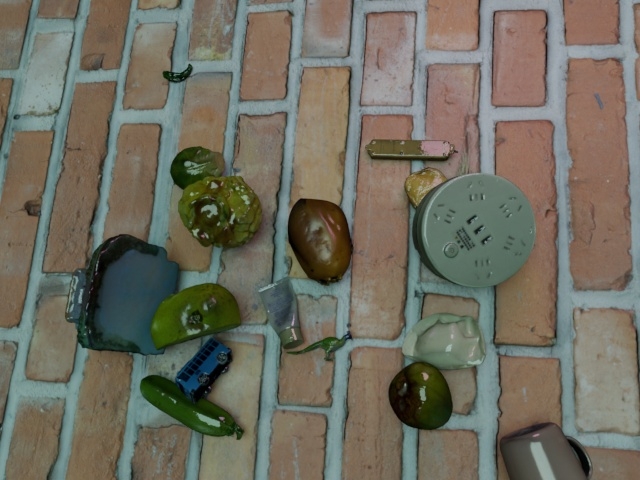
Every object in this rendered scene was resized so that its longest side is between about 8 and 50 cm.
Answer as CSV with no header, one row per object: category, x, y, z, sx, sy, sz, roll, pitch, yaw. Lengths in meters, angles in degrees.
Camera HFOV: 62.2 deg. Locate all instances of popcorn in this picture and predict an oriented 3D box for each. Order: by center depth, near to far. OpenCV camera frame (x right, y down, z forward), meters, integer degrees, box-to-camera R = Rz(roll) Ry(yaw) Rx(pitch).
popcorn,-0.323,-0.088,1.720,0.258,0.224,0.270,-15,47,-32

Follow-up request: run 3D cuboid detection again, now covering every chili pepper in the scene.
chili pepper,-0.533,-0.620,1.980,0.118,0.035,0.055,-14,92,10

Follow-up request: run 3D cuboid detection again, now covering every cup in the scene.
cup,0.630,0.609,1.451,0.253,0.191,0.200,-11,70,-24

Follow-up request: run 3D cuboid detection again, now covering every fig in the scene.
fig,0.296,0.456,1.534,0.191,0.181,0.181,44,87,-13

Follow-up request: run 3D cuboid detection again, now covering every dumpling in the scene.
dumpling,0.373,0.297,1.596,0.252,0.131,0.179,-6,55,29

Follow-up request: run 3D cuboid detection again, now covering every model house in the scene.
model house,-0.691,0.177,1.728,0.339,0.297,0.360,-5,75,40

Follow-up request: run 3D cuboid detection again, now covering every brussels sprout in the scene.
brussels sprout,-0.423,-0.244,1.826,0.180,0.144,0.161,-1,42,21

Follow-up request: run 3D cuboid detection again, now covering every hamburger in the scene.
hamburger,0.347,-0.162,1.711,0.138,0.083,0.147,-27,73,6

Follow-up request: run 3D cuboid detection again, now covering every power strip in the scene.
power strip,0.459,-0.037,1.580,0.357,0.161,0.357,0,90,-1
power strip,0.303,-0.301,1.770,0.305,0.044,0.064,3,77,11

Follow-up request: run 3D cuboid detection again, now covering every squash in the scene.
squash,-0.409,0.530,1.668,0.378,0.101,0.101,22,82,12

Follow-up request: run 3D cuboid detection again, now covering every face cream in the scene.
face cream,-0.119,0.233,1.715,0.114,0.070,0.224,-23,63,3

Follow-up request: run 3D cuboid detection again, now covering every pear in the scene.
pear,-0.374,0.215,1.609,0.292,0.292,0.159,-17,82,5

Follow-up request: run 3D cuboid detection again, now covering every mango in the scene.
mango,0.000,0.000,1.694,0.201,0.152,0.287,-24,73,12

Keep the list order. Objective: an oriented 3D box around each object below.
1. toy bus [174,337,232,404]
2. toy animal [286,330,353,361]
toy bus,-0.366,0.405,1.657,0.106,0.090,0.185,30,54,15
toy animal,0.000,0.351,1.668,0.217,0.041,0.075,-20,57,6
